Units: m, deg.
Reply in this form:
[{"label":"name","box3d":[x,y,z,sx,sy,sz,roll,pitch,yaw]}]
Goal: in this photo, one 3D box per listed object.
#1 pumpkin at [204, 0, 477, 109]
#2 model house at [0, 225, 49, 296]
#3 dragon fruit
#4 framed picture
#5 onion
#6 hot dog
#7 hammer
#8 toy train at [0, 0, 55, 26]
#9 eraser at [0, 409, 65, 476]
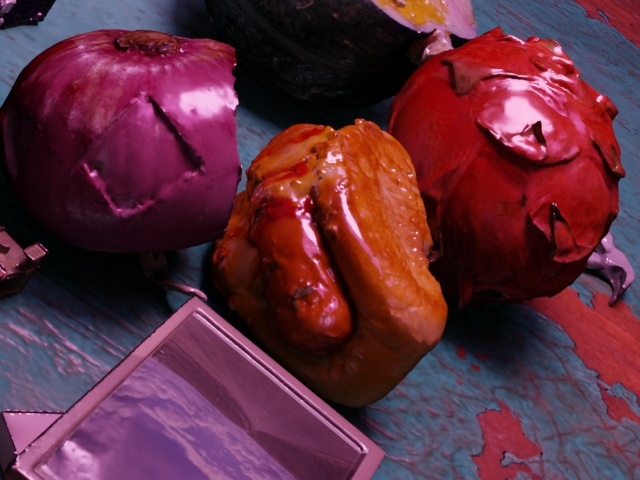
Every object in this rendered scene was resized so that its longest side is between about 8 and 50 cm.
[{"label":"pumpkin","box3d":[0.005,-0.244,1.424,0.293,0.197,0.263,-2,58,-56]},{"label":"model house","box3d":[-0.235,0.012,0.947,0.058,0.057,0.083,46,33,8]},{"label":"dragon fruit","box3d":[0.165,-0.064,1.279,0.241,0.252,0.241,8,13,-2]},{"label":"framed picture","box3d":[-0.070,0.147,0.911,0.189,0.023,0.260,39,29,2]},{"label":"onion","box3d":[-0.150,-0.077,1.051,0.200,0.200,0.207,22,46,-22]},{"label":"hot dog","box3d":[0.000,0.000,1.117,0.153,0.150,0.257,27,34,-28]},{"label":"hammer","box3d":[0.225,0.007,1.449,0.246,0.029,0.103,14,35,-30]},{"label":"toy train","box3d":[-0.301,-0.211,1.199,0.081,0.060,0.202,50,32,11]},{"label":"eraser","box3d":[-0.125,0.154,0.887,0.150,0.023,0.104,7,40,-39]}]
